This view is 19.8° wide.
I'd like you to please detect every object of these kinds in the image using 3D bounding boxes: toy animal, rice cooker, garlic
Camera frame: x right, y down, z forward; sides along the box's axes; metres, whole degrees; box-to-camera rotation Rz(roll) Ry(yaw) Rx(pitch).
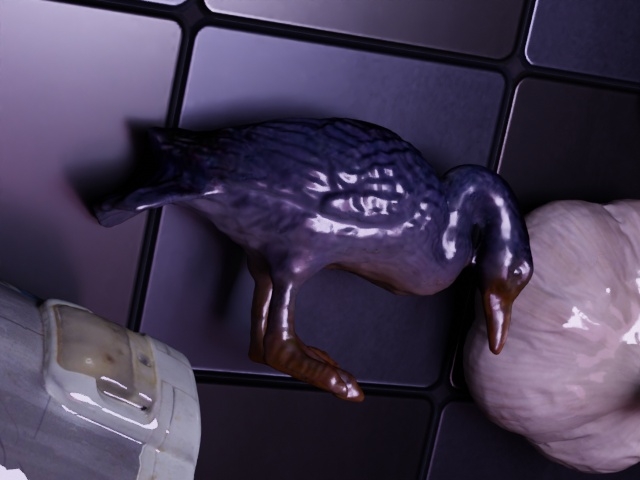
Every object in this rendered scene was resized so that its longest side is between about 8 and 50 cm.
[{"bbox_3d":[0.000,0.000,1.229,0.298,0.122,0.185,24,88,-10],"label":"toy animal"},{"bbox_3d":[-0.227,0.149,1.096,0.277,0.288,0.288,26,94,-26],"label":"rice cooker"},{"bbox_3d":[0.224,0.084,1.308,0.218,0.212,0.218,-5,110,-15],"label":"garlic"}]
